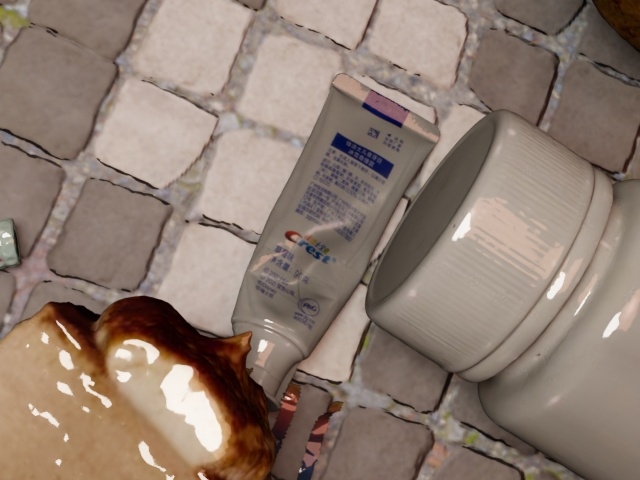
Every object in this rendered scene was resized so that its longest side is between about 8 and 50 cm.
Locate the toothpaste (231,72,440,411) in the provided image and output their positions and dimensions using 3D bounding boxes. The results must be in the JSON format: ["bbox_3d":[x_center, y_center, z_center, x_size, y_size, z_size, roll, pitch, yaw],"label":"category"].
[{"bbox_3d":[0.000,0.000,0.836,0.096,0.061,0.266,29,70,-6],"label":"toothpaste"}]

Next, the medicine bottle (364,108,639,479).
[{"bbox_3d":[0.218,0.069,0.791,0.340,0.208,0.208,33,76,-7],"label":"medicine bottle"}]

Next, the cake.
[{"bbox_3d":[-0.146,0.153,0.667,0.293,0.199,0.196,-45,82,-1],"label":"cake"}]

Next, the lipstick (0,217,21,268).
[{"bbox_3d":[-0.273,0.009,0.776,0.116,0.037,0.037,-8,84,-10],"label":"lipstick"}]

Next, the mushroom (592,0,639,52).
[{"bbox_3d":[0.293,-0.290,0.821,0.345,0.239,0.345,-11,112,-27],"label":"mushroom"}]

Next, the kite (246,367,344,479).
[{"bbox_3d":[-0.061,0.211,0.775,0.141,0.015,0.245,19,98,-14],"label":"kite"}]
